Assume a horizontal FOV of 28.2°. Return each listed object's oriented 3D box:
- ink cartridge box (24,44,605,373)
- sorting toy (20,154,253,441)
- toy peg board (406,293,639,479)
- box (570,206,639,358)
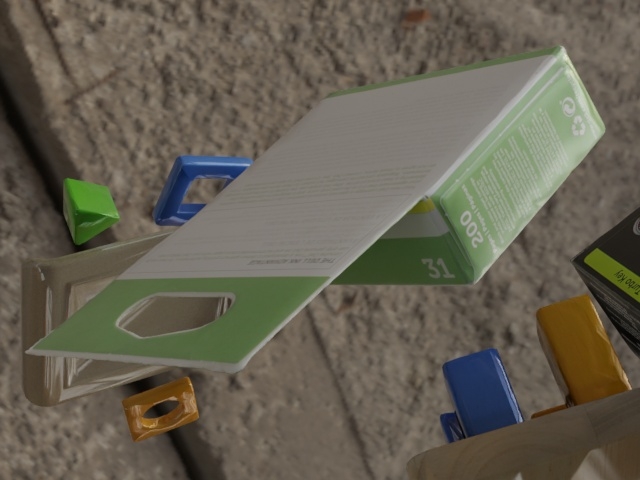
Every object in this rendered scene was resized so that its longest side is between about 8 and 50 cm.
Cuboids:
[{"bbox_3d":[0.000,0.000,0.590,0.235,0.171,0.056,-46,116,-32],"label":"ink cartridge box"},{"bbox_3d":[-0.145,0.049,1.021,0.196,0.047,0.348,-11,142,-22],"label":"sorting toy"},{"bbox_3d":[0.106,0.065,0.444,0.160,0.079,0.161,-16,144,-1],"label":"toy peg board"},{"bbox_3d":[0.167,-0.012,0.270,0.184,0.191,0.045,-40,108,1],"label":"box"}]
